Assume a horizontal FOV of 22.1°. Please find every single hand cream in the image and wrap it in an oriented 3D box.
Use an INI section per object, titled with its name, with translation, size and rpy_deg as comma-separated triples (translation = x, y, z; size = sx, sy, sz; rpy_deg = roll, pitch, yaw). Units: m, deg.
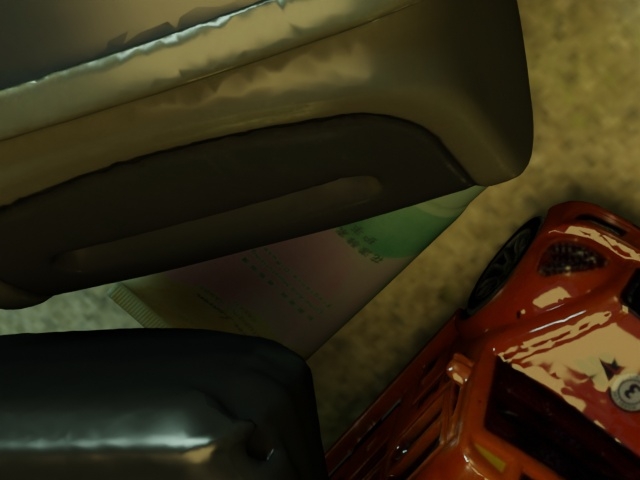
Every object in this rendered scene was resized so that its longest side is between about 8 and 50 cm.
[hand cream]
translation = 0.000, 0.000, 0.593
size = 0.076, 0.047, 0.174
rpy_deg = 43, 126, -12

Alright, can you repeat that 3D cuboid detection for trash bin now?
[trash bin]
translation = -0.065, -0.131, 0.463
size = 0.209, 0.182, 0.290
rpy_deg = -14, 107, 20

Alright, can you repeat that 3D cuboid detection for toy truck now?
[toy truck]
translation = 0.051, 0.111, 0.593
size = 0.107, 0.114, 0.253
rpy_deg = 37, 119, -6

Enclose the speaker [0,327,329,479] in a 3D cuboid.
[speaker]
translation = -0.158, 0.097, 0.567
size = 0.388, 0.184, 0.180
rpy_deg = -2, 114, 19
